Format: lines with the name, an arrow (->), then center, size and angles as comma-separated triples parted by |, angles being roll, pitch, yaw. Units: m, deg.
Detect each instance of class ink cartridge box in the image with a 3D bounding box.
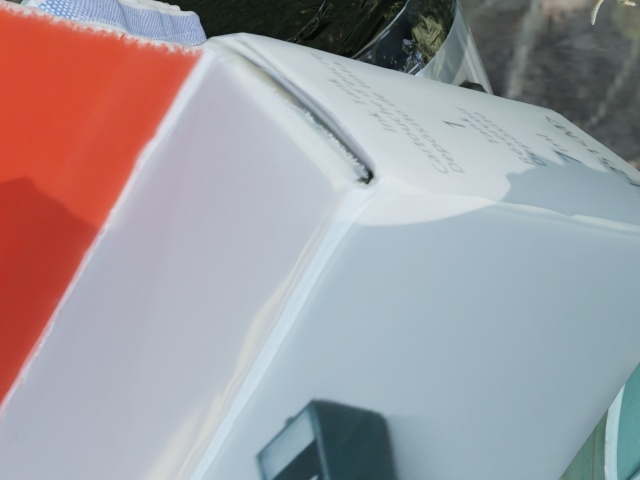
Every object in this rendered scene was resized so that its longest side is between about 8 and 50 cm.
ink cartridge box -> -0.068, 0.085, 0.369 | 0.239, 0.060, 0.275 | 6, 121, -51

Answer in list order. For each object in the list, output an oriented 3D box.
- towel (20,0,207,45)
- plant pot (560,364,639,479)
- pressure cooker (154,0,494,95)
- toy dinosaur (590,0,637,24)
towel -> -0.013, -0.010, 0.863 | 0.034, 0.209, 0.285 | -43, 83, 12
plant pot -> 0.223, 0.139, 0.778 | 0.293, 0.196, 0.293 | 5, 66, -12
pressure cooker -> -0.003, -0.002, 1.503 | 0.370, 0.375, 0.420 | -17, 119, 10
toy dinosaur -> 0.277, -0.231, 1.545 | 0.183, 0.092, 0.053 | -25, 94, -17
